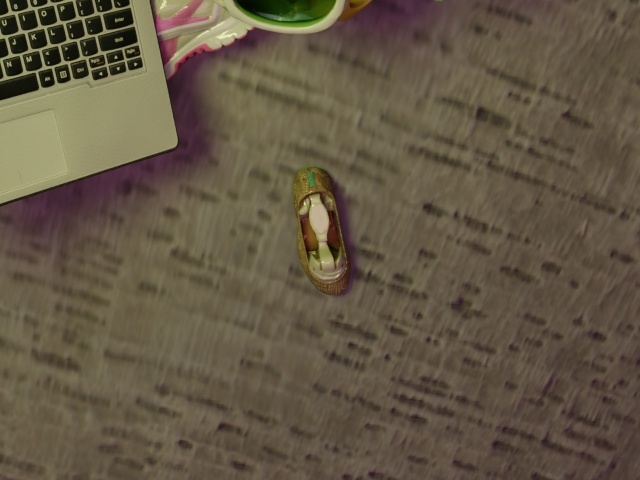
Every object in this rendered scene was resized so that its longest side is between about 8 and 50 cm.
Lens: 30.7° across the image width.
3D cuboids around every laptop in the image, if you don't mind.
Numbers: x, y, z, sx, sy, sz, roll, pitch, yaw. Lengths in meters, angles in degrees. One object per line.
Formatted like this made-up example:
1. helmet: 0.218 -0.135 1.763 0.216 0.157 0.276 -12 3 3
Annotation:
1. laptop: -0.297 -0.224 1.197 0.381 0.236 0.408 -21 112 -31

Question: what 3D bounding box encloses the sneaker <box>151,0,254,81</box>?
1. sneaker: -0.203 -0.264 1.452 0.252 0.103 0.111 -31 112 3

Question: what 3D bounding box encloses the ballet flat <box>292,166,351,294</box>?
1. ballet flat: 0.000 0.000 1.619 0.073 0.067 0.206 -15 118 2

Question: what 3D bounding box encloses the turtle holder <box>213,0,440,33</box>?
1. turtle holder: -0.004 -0.339 1.325 0.320 0.228 0.243 26 137 -25
